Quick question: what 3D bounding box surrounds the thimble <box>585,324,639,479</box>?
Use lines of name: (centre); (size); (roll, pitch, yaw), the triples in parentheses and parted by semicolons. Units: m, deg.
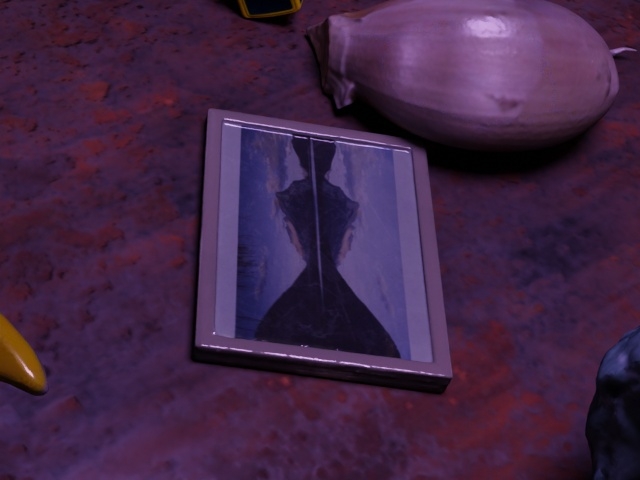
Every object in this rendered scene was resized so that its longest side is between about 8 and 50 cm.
thimble: (0.253, 0.115, 0.678); (0.143, 0.198, 0.235); (-29, 55, -35)

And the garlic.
garlic: (0.140, -0.118, 0.946); (0.267, 0.128, 0.148); (7, 48, -25)

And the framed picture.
framed picture: (0.000, 0.000, 0.836); (0.150, 0.015, 0.203); (9, 45, -10)

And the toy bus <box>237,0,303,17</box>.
toy bus: (-0.031, -0.209, 0.995); (0.052, 0.058, 0.102); (-4, 41, 17)

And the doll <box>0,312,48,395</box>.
doll: (-0.265, 0.021, 0.669); (0.145, 0.103, 0.316); (-27, 55, -32)
